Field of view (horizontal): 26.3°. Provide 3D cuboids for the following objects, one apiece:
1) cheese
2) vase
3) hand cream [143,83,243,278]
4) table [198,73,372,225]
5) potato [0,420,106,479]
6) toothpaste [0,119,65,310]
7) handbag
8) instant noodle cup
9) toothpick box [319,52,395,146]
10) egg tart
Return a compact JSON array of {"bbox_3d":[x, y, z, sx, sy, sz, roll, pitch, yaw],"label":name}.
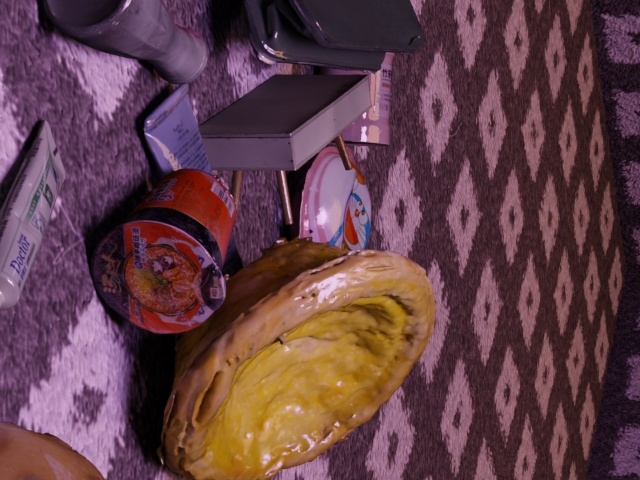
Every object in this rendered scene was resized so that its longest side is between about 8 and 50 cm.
[{"bbox_3d":[0.000,0.000,1.687,0.286,0.074,0.189,-66,148,-41],"label":"cheese"},{"bbox_3d":[-0.167,-0.197,1.251,0.214,0.086,0.086,28,66,-71],"label":"vase"},{"bbox_3d":[-0.123,-0.032,1.407,0.088,0.055,0.256,-49,135,-45],"label":"hand cream"},{"bbox_3d":[-0.036,-0.102,1.523,0.240,0.121,0.111,-45,133,-59],"label":"table"},{"bbox_3d":[-0.219,0.291,1.130,0.239,0.116,0.299,-54,142,-62],"label":"potato"},{"bbox_3d":[-0.243,-0.012,1.111,0.218,0.041,0.064,-81,162,-50],"label":"toothpaste"},{"bbox_3d":[-0.007,-0.316,1.515,0.247,0.079,0.260,-5,74,-56],"label":"handbag"},{"bbox_3d":[-0.137,0.000,1.301,0.136,0.127,0.127,-69,153,-55],"label":"instant noodle cup"},{"bbox_3d":[0.043,-0.197,1.742,0.098,0.098,0.149,2,91,-68],"label":"toothpick box"},{"bbox_3d":[-0.039,0.116,1.414,0.345,0.132,0.345,-29,149,-20],"label":"egg tart"}]
